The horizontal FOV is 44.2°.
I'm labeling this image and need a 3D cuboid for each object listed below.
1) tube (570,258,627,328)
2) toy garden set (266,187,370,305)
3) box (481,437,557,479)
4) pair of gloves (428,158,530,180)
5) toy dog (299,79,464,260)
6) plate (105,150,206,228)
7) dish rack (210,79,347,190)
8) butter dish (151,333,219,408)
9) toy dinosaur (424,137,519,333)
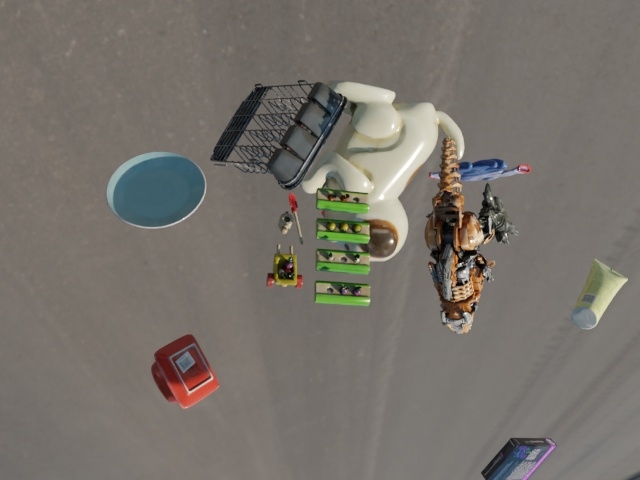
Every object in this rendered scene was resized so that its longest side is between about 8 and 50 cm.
[{"bbox_3d":[0.651,0.123,1.847,0.062,0.070,0.240,-14,-162,40],"label":"tube"},{"bbox_3d":[0.000,0.000,1.553,0.203,0.244,0.049,5,156,-10],"label":"toy garden set"},{"bbox_3d":[0.442,0.487,1.753,0.162,0.029,0.116,13,118,-43],"label":"box"},{"bbox_3d":[0.309,-0.137,1.541,0.159,0.023,0.198,-7,175,37],"label":"pair of gloves"},{"bbox_3d":[0.131,-0.150,1.957,0.395,0.408,0.284,10,-179,-10],"label":"toy dog"},{"bbox_3d":[-0.311,-0.093,1.497,0.188,0.188,0.024,-14,147,-12],"label":"plate"},{"bbox_3d":[-0.093,-0.208,1.496,0.074,0.208,0.271,40,163,-34],"label":"dish rack"},{"bbox_3d":[-0.359,0.337,1.965,0.118,0.160,0.160,-29,179,32],"label":"butter dish"},{"bbox_3d":[0.249,-0.008,1.380,0.218,0.164,0.322,-37,143,-60],"label":"toy dinosaur"}]
